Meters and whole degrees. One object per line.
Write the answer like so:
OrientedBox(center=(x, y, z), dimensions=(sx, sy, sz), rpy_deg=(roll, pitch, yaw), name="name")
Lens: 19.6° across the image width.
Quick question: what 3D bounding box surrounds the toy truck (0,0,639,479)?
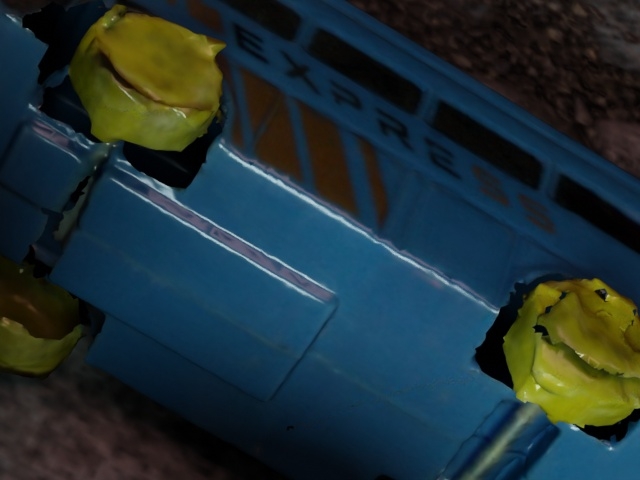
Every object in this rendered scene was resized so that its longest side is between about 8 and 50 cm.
OrientedBox(center=(0.000, 0.000, 0.729), dimensions=(0.385, 0.161, 0.162), rpy_deg=(31, 38, -4), name="toy truck")
